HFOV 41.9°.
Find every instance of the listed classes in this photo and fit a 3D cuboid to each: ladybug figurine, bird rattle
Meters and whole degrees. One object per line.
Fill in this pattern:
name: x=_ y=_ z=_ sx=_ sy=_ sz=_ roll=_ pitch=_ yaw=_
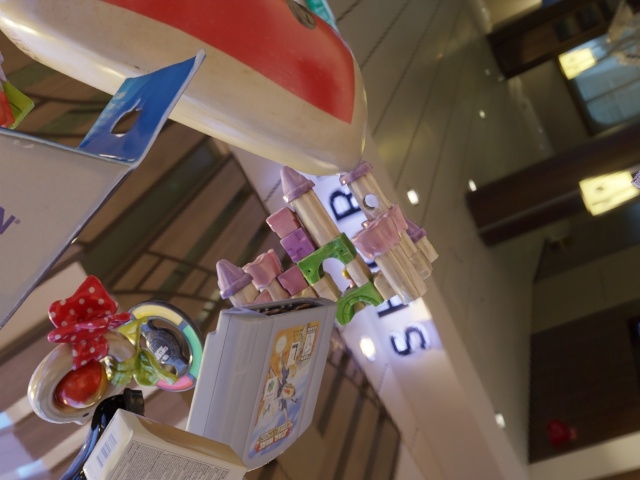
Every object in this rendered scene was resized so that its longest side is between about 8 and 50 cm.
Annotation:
ladybug figurine: x=-0.121 y=-0.202 z=0.878 sx=0.449 sy=0.161 sz=0.305 roll=18 pitch=-172 yaw=-42
bird rattle: x=-0.326 y=0.183 z=1.207 sx=0.143 sy=0.207 sz=0.253 roll=41 pitch=176 yaw=21

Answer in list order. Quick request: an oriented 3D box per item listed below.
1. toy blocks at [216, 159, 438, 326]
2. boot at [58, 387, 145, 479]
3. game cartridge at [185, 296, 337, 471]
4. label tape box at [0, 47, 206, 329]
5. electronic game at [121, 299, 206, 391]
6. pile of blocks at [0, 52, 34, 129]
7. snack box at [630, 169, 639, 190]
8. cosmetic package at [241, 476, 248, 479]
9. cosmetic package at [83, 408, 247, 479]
toy blocks: x=0.000 y=0.000 z=1.294 sx=0.260 sy=0.289 sz=0.309 roll=56 pitch=-162 yaw=-3
boot: x=-0.382 y=0.348 z=1.107 sx=0.260 sy=0.131 sz=0.347 roll=15 pitch=-108 yaw=-15
game cartridge: x=-0.064 y=0.173 z=1.024 sx=0.297 sy=0.062 sz=0.198 roll=0 pitch=-80 yaw=-69
label tape box: x=-0.239 y=-0.002 z=0.495 sx=0.115 sy=0.347 sz=0.249 roll=40 pitch=172 yaw=-23
electronic game: x=-0.356 y=0.242 z=1.906 sx=0.229 sy=0.229 sz=0.048 roll=63 pitch=-150 yaw=-9
pile of blocks: x=-0.448 y=-0.122 z=1.118 sx=0.113 sy=0.362 sz=0.149 roll=38 pitch=-130 yaw=-4
snack box: x=0.522 y=-0.053 z=1.162 sx=0.178 sy=0.064 sz=0.022 roll=36 pitch=-175 yaw=-4
cosmetic package: x=-0.112 y=0.413 z=1.020 sx=0.183 sy=0.152 sz=0.151 roll=66 pitch=163 yaw=0
cosmetic package: x=-0.124 y=0.184 z=0.674 sx=0.115 sy=0.060 sz=0.041 roll=31 pitch=-179 yaw=-36
